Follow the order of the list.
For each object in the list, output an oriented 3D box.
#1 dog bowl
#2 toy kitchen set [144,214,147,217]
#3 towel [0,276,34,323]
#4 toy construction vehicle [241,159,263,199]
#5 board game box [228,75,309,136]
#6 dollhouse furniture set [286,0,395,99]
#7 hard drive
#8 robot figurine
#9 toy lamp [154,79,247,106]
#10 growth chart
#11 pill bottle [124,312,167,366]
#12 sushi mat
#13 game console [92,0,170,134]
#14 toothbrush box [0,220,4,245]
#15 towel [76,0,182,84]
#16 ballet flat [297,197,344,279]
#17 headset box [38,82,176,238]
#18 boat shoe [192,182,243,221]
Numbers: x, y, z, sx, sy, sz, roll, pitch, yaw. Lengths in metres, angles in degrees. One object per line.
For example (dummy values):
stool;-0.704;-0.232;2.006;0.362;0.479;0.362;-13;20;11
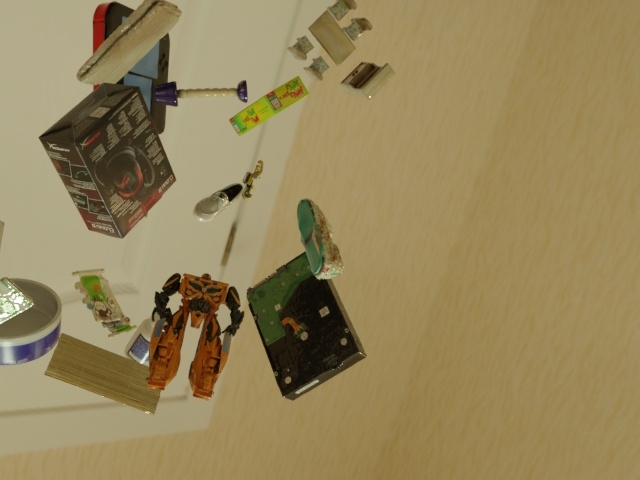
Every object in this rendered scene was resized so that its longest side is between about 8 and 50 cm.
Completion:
dog bowl;-0.871;0.225;1.955;0.265;0.104;0.264;10;-148;-6
toy kitchen set;-0.484;-0.053;1.809;0.068;0.083;0.075;-11;153;33
towel;-0.819;0.159;1.748;0.113;0.152;0.023;58;-174;-39
toy construction vehicle;-0.177;-0.160;1.853;0.035;0.098;0.086;25;167;7
board game box;-0.108;-0.269;1.404;0.092;0.043;0.181;-37;-168;-27
dollhouse furniture set;0.073;-0.528;1.953;0.242;0.212;0.161;47;175;-28
hard drive;-0.047;0.216;1.820;0.064;0.237;0.338;40;-160;-55
robot figurine;-0.283;0.201;1.559;0.211;0.290;0.085;14;152;-11
toy lamp;-0.359;-0.444;2.086;0.275;0.080;0.080;-5;-166;-9
growth chart;-0.647;0.186;2.071;0.237;0.021;0.172;62;-164;-2
pill bottle;-0.557;0.321;2.284;0.112;0.186;0.112;30;-154;-16
sushi mat;-0.579;0.364;1.895;0.317;0.019;0.151;27;-149;-21
game console;-0.538;-0.486;2.009;0.060;0.341;0.386;2;-174;13
toothbrush box;-0.772;-0.005;1.269;0.284;0.122;0.206;-3;159;10
towel;-0.467;-0.484;1.698;0.049;0.282;0.187;49;-170;-4
ballet flat;0.000;0.000;1.655;0.077;0.091;0.240;11;-135;-28
headset box;-0.453;-0.164;1.534;0.110;0.293;0.218;12;-131;26
boat shoe;-0.277;-0.109;1.910;0.066;0.063;0.184;51;-139;8
